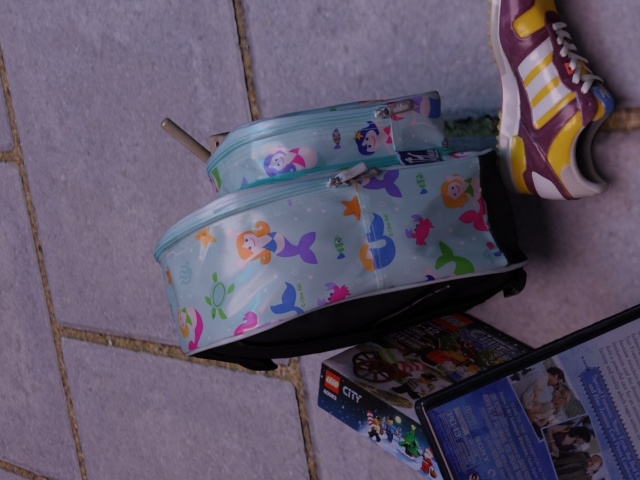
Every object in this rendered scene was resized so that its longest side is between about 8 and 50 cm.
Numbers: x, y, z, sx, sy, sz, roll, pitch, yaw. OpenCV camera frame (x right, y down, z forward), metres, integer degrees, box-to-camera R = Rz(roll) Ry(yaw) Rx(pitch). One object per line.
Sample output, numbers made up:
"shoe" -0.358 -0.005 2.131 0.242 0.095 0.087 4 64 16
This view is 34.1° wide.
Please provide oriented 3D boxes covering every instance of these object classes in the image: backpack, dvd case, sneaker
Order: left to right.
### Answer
"backpack" 0.000 0.000 0.800 0.191 0.253 0.225 69 161 3
"sneaker" 0.173 -0.121 0.757 0.083 0.069 0.186 8 115 36
"dvd case" 0.206 0.141 0.681 0.022 0.253 0.180 134 114 -74

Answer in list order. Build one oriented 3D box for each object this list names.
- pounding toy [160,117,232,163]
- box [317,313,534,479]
"pounding toy" -0.053 -0.057 0.954 0.100 0.141 0.130 6 107 46
"box" 0.134 0.136 0.807 0.233 0.159 0.044 27 124 38
